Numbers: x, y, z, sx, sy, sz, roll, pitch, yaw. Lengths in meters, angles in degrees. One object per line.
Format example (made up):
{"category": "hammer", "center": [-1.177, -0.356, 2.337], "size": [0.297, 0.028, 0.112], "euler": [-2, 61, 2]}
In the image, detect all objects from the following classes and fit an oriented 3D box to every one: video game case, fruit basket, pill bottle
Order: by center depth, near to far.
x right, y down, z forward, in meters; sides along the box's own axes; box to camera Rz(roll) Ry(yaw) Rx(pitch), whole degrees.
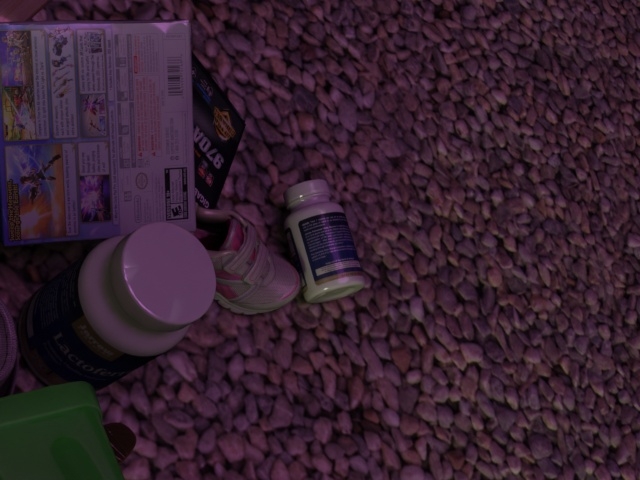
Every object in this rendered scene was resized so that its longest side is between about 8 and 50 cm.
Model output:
{"category": "fruit basket", "center": [-0.392, 0.302, 1.344], "size": [0.283, 0.392, 0.392], "euler": [-10, 75, -41]}
{"category": "pill bottle", "center": [-0.245, 0.081, 1.562], "size": [0.153, 0.265, 0.153], "euler": [17, 59, -31]}
{"category": "video game case", "center": [-0.281, -0.136, 1.600], "size": [0.244, 0.061, 0.269], "euler": [-5, 101, -23]}
{"category": "pill bottle", "center": [0.000, 0.000, 1.911], "size": [0.094, 0.094, 0.169], "euler": [-5, 73, -40]}

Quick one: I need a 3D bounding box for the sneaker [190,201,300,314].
{"category": "sneaker", "center": [-0.126, 0.023, 1.788], "size": [0.252, 0.111, 0.103], "euler": [23, 57, -29]}

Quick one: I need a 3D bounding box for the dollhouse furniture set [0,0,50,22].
{"category": "dollhouse furniture set", "center": [-0.351, -0.196, 1.682], "size": [0.242, 0.161, 0.212], "euler": [45, 49, -13]}

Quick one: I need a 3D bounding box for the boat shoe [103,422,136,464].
{"category": "boat shoe", "center": [-0.287, 0.279, 1.591], "size": [0.056, 0.048, 0.153], "euler": [42, 42, 1]}

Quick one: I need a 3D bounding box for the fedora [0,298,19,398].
{"category": "fedora", "center": [-0.459, 0.117, 1.472], "size": [0.275, 0.124, 0.243], "euler": [19, 58, -31]}

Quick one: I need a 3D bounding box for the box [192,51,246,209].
{"category": "box", "center": [-0.195, -0.156, 1.781], "size": [0.220, 0.051, 0.175], "euler": [53, 47, -48]}
